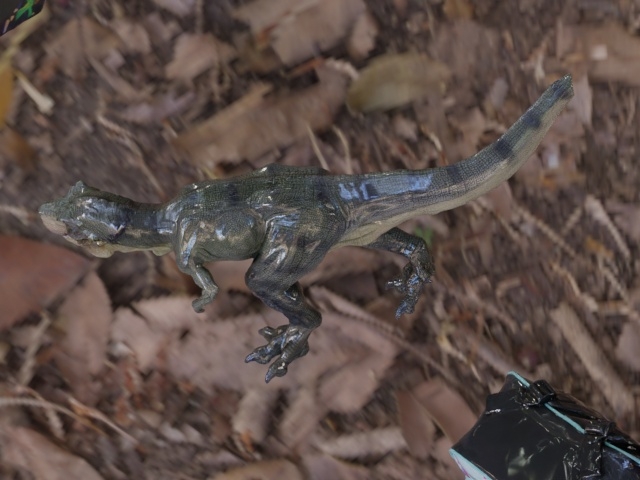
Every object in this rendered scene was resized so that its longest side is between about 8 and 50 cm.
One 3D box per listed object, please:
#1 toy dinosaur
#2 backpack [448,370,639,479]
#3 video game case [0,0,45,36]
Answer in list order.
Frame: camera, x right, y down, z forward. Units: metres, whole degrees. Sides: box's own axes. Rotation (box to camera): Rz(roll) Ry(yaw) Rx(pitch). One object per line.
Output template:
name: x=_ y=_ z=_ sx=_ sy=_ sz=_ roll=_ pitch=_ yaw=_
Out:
toy dinosaur: x=0.000 y=0.000 z=0.890 sx=0.268 sy=0.118 sz=0.064 roll=-12 pitch=42 yaw=8
backpack: x=0.193 y=0.203 z=1.310 sx=0.166 sy=0.188 sz=0.144 roll=29 pitch=87 yaw=51
video game case: x=-0.120 y=-0.111 z=0.430 sx=0.042 sy=0.232 sz=0.210 roll=40 pitch=45 yaw=13
